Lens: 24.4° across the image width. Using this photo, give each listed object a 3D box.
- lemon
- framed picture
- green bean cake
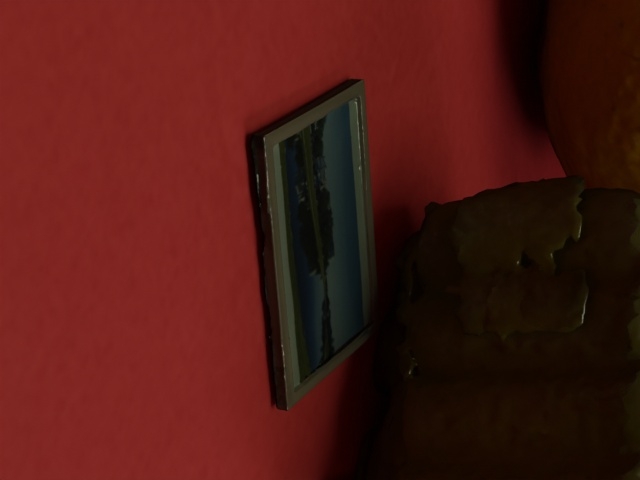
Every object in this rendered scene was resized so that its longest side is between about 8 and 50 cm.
[{"bbox_3d":[0.285,-0.130,0.994,0.297,0.297,0.297,-22,116,-58],"label":"lemon"},{"bbox_3d":[0.000,0.000,0.777,0.109,0.011,0.149,-36,127,-53],"label":"framed picture"},{"bbox_3d":[0.138,0.131,0.895,0.310,0.202,0.285,43,47,-58],"label":"green bean cake"}]
